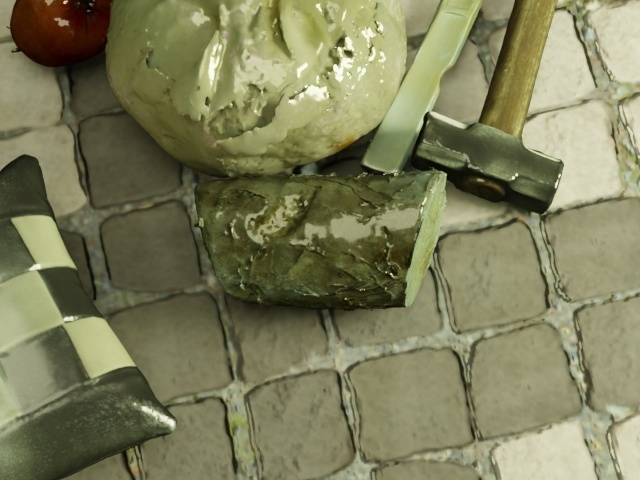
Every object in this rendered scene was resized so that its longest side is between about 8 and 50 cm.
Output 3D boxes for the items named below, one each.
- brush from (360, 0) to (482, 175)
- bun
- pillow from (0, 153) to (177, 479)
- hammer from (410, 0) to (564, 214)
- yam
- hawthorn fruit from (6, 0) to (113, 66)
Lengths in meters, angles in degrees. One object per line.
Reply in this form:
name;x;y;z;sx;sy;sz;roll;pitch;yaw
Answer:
brush;0.081;-0.120;1.397;0.033;0.030;0.178;18;66;20
bun;-0.051;-0.161;1.354;0.239;0.141;0.239;-4;56;6
pillow;-0.237;0.079;1.300;0.186;0.106;0.250;-28;72;-7
hammer;0.169;-0.196;1.411;0.111;0.043;0.365;19;66;-2
yam;0.000;0.000;1.315;0.183;0.107;0.107;1;68;8
hawthorn fruit;-0.209;-0.175;1.418;0.081;0.093;0.081;13;70;-38
